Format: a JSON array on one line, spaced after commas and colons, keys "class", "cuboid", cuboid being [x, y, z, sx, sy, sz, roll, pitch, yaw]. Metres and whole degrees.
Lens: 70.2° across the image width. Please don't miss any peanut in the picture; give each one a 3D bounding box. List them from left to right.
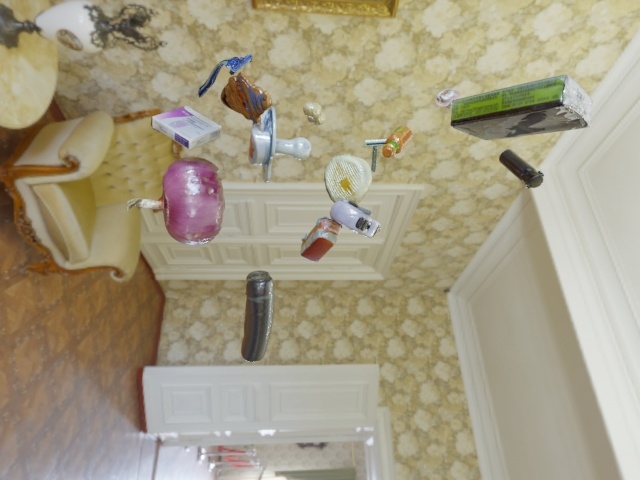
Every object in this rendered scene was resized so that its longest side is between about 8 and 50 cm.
[{"class": "peanut", "cuboid": [-0.024, -0.570, 2.052, 0.187, 0.082, 0.082, 36, 52, -71]}]

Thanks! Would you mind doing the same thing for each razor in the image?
[{"class": "razor", "cuboid": [-0.343, -0.545, 1.508, 0.324, 0.056, 0.093, -4, -140, 52]}, {"class": "razor", "cuboid": [-0.247, 0.295, 1.795, 0.204, 0.113, 0.349, -139, -127, -73]}, {"class": "razor", "cuboid": [0.202, -0.317, 1.693, 0.211, 0.084, 0.036, 82, 7, -71]}]

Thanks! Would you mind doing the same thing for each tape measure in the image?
[{"class": "tape measure", "cuboid": [0.133, -0.096, 1.813, 0.105, 0.196, 0.178, -60, 156, 7]}]

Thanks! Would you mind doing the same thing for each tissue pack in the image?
[{"class": "tissue pack", "cuboid": [0.705, -0.456, 1.610, 0.394, 0.288, 0.124, 1, -92, 46]}]

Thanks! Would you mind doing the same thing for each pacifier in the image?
[{"class": "pacifier", "cuboid": [-0.148, -0.359, 1.701, 0.299, 0.233, 0.244, 113, -21, -53]}, {"class": "pacifier", "cuboid": [0.508, -0.560, 1.819, 0.078, 0.099, 0.082, 52, 14, -49]}]

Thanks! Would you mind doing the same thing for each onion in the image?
[{"class": "onion", "cuboid": [-0.532, -0.164, 1.813, 0.358, 0.344, 0.358, -162, -90, -84]}]

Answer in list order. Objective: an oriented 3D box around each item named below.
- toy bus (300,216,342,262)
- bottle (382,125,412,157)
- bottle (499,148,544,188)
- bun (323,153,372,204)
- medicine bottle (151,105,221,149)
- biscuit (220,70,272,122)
[{"class": "toy bus", "cuboid": [0.000, 0.000, 2.067, 0.265, 0.121, 0.120, -46, -158, 55]}, {"class": "bottle", "cuboid": [0.250, -0.322, 1.510, 0.187, 0.069, 0.069, -51, 151, -50]}, {"class": "bottle", "cuboid": [0.833, -0.298, 1.885, 0.072, 0.082, 0.244, 48, 16, -34]}, {"class": "bun", "cuboid": [0.128, -0.280, 2.090, 0.153, 0.243, 0.244, -6, 97, -63]}, {"class": "medicine bottle", "cuboid": [-0.493, -0.419, 1.685, 0.171, 0.201, 0.052, -37, 152, -43]}, {"class": "biscuit", "cuboid": [-0.265, -0.490, 1.566, 0.043, 0.280, 0.183, -43, 130, -33]}]
